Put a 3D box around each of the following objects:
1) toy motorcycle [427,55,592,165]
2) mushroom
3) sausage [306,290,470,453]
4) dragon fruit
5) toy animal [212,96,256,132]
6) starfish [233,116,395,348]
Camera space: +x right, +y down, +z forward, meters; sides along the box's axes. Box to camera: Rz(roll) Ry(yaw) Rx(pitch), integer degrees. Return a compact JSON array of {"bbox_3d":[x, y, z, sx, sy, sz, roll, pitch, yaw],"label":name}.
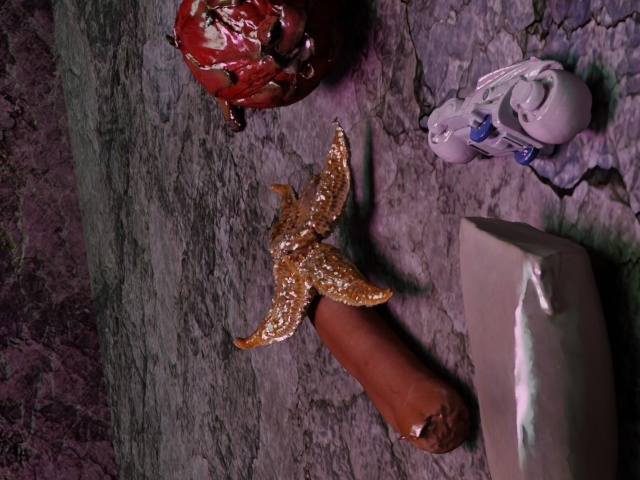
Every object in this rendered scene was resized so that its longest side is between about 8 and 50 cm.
[{"bbox_3d":[0.196,-0.138,1.290,0.254,0.112,0.113,175,91,-66],"label":"toy motorcycle"},{"bbox_3d":[0.224,0.162,1.207,0.154,0.137,0.408,-20,78,54],"label":"mushroom"},{"bbox_3d":[0.068,0.143,1.620,0.094,0.094,0.419,50,179,-35],"label":"sausage"},{"bbox_3d":[-0.082,-0.300,1.703,0.299,0.244,0.245,-145,54,-72],"label":"dragon fruit"},{"bbox_3d":[-0.144,-0.246,2.072,0.188,0.089,0.179,-136,30,-57],"label":"toy animal"},{"bbox_3d":[-0.006,-0.023,1.681,0.301,0.084,0.294,-28,49,48],"label":"starfish"}]
